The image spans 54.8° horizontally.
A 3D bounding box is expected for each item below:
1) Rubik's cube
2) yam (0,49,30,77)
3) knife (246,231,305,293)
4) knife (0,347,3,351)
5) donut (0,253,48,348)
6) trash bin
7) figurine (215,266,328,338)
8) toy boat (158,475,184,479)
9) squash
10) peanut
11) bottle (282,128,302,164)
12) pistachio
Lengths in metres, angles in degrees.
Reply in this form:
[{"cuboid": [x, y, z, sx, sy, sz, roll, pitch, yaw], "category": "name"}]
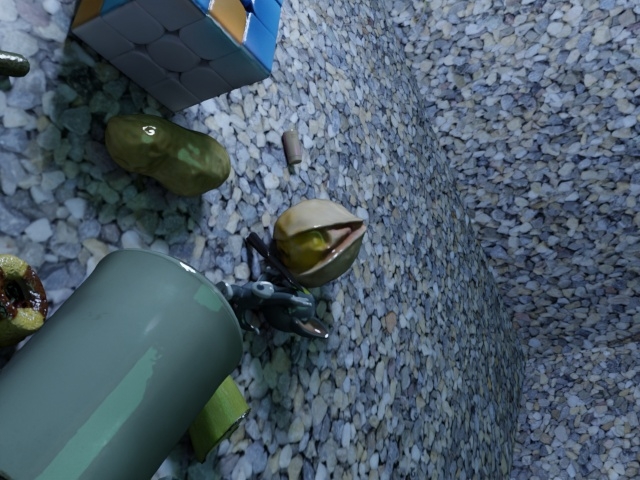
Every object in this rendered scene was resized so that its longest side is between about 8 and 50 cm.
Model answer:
[{"cuboid": [-0.277, -0.488, 1.271, 0.290, 0.291, 0.292, 37, 52, -48], "category": "Rubik's cube"}, {"cuboid": [-0.531, -0.294, 1.013, 0.094, 0.043, 0.043, -11, 85, -62], "category": "yam"}, {"cuboid": [-0.099, 0.055, 1.448, 0.060, 0.028, 0.230, 28, 12, -49], "category": "knife"}, {"cuboid": [-0.506, 0.099, 0.871, 0.162, 0.023, 0.044, 62, 28, -21], "category": "knife"}, {"cuboid": [-0.458, 0.086, 0.900, 0.140, 0.059, 0.140, -22, 90, -80], "category": "donut"}, {"cuboid": [-0.306, 0.211, 0.899, 0.280, 0.280, 0.432, 60, 37, -22], "category": "trash bin"}, {"cuboid": [-0.105, 0.149, 1.405, 0.265, 0.193, 0.140, -1, 104, -41], "category": "figurine"}, {"cuboid": [-0.261, 0.524, 1.010, 0.078, 0.085, 0.261, 45, 40, -41], "category": "toy boat"}, {"cuboid": [-0.220, 0.260, 1.180, 0.137, 0.137, 0.288, -17, 88, -61], "category": "squash"}, {"cuboid": [-0.296, -0.168, 1.253, 0.319, 0.147, 0.148, 16, 62, -59], "category": "peanut"}, {"cuboid": [-0.080, -0.268, 1.768, 0.045, 0.045, 0.096, 3, 74, -59], "category": "bottle"}, {"cuboid": [0.000, 0.000, 1.584, 0.230, 0.229, 0.309, 71, 21, -4], "category": "pistachio"}]
